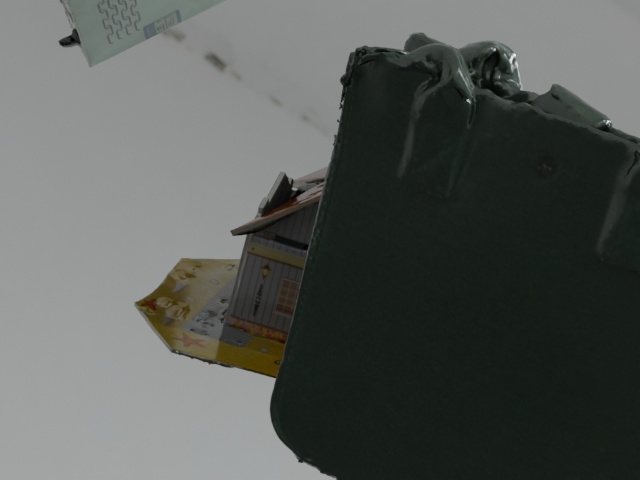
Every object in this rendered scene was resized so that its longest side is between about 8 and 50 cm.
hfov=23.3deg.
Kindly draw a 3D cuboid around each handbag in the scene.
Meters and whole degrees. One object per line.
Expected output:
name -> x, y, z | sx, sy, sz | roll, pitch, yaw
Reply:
handbag -> 0.105, 0.041, 0.812 | 0.248, 0.079, 0.260 | 25, -65, 28

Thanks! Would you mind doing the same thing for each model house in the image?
model house -> 0.000, 0.000, 1.018 | 0.207, 0.219, 0.135 | 18, -74, 9

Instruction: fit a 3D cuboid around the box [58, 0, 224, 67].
box -> -0.143, -0.256, 1.282 | 0.045, 0.211, 0.270 | 60, -8, 18
